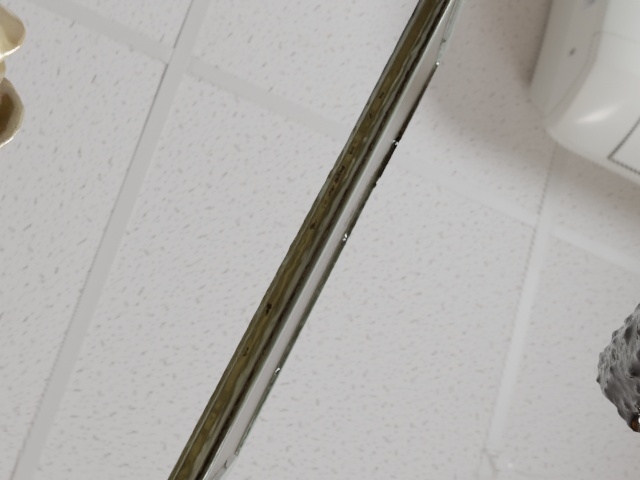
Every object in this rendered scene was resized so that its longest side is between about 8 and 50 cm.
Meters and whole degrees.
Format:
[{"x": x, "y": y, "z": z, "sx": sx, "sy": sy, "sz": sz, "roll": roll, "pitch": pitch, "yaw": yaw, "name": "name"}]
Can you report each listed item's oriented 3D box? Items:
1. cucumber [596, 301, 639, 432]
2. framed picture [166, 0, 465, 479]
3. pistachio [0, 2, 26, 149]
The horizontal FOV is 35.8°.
[{"x": 0.213, "y": 0.037, "z": 0.505, "sx": 0.072, "sy": 0.303, "sz": 0.081, "roll": -31, "pitch": -110, "yaw": -14, "name": "cucumber"}, {"x": 0.000, "y": 0.000, "z": 0.490, "sx": 0.019, "sy": 0.232, "sz": 0.296, "roll": 27, "pitch": -93, "yaw": 3, "name": "framed picture"}, {"x": -0.418, "y": -0.150, "z": 0.845, "sx": 0.321, "sy": 0.229, "sz": 0.238, "roll": 6, "pitch": -138, "yaw": -7, "name": "pistachio"}]
